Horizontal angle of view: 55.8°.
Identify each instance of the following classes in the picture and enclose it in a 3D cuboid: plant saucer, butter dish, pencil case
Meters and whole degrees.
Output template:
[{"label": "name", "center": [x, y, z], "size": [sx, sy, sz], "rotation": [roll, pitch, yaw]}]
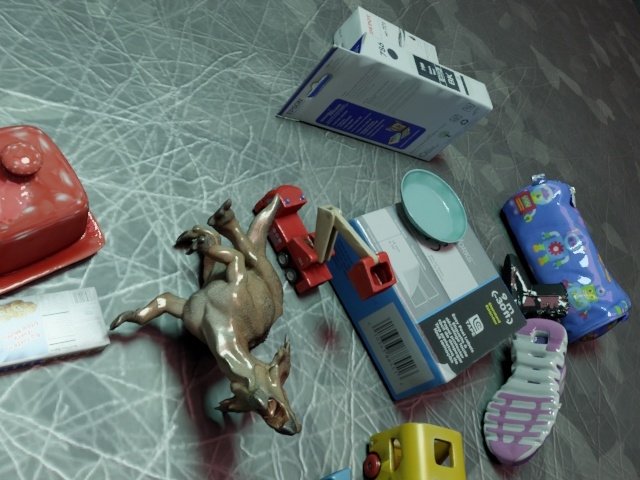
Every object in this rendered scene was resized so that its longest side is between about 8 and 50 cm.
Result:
[{"label": "plant saucer", "center": [0.155, -0.045, 0.850], "size": [0.119, 0.021, 0.119], "rotation": [19, 51, -26]}, {"label": "butter dish", "center": [-0.295, -0.050, 0.578], "size": [0.160, 0.118, 0.160], "rotation": [-31, 84, -46]}, {"label": "pencil case", "center": [0.451, 0.030, 1.112], "size": [0.119, 0.133, 0.306], "rotation": [12, 54, -60]}]

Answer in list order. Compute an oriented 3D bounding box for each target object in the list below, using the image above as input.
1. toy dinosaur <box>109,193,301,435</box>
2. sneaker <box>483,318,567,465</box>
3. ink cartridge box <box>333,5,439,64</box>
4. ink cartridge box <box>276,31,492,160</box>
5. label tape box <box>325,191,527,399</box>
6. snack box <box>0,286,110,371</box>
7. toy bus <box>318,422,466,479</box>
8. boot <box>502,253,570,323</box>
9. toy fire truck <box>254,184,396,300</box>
[{"label": "toy dinosaur", "center": [-0.084, 0.077, 0.671], "size": [0.200, 0.127, 0.296], "rotation": [45, 32, -16]}, {"label": "sneaker", "center": [0.319, 0.236, 0.908], "size": [0.236, 0.095, 0.104], "rotation": [-58, 138, -33]}, {"label": "ink cartridge box", "center": [0.128, -0.322, 1.116], "size": [0.190, 0.082, 0.140], "rotation": [16, 54, -32]}, {"label": "ink cartridge box", "center": [0.105, -0.230, 0.979], "size": [0.332, 0.165, 0.065], "rotation": [10, 57, -35]}, {"label": "label tape box", "center": [0.183, 0.053, 0.901], "size": [0.333, 0.106, 0.241], "rotation": [-19, 76, -44]}, {"label": "snack box", "center": [-0.292, 0.087, 0.561], "size": [0.178, 0.022, 0.064], "rotation": [-7, 68, -41]}, {"label": "toy bus", "center": [0.117, 0.309, 0.684], "size": [0.191, 0.104, 0.202], "rotation": [-32, 85, -45]}, {"label": "boot", "center": [0.373, 0.081, 1.047], "size": [0.099, 0.045, 0.121], "rotation": [2, 63, -1]}, {"label": "toy fire truck", "center": [0.000, 0.000, 0.767], "size": [0.047, 0.135, 0.192], "rotation": [-18, 76, -44]}]
